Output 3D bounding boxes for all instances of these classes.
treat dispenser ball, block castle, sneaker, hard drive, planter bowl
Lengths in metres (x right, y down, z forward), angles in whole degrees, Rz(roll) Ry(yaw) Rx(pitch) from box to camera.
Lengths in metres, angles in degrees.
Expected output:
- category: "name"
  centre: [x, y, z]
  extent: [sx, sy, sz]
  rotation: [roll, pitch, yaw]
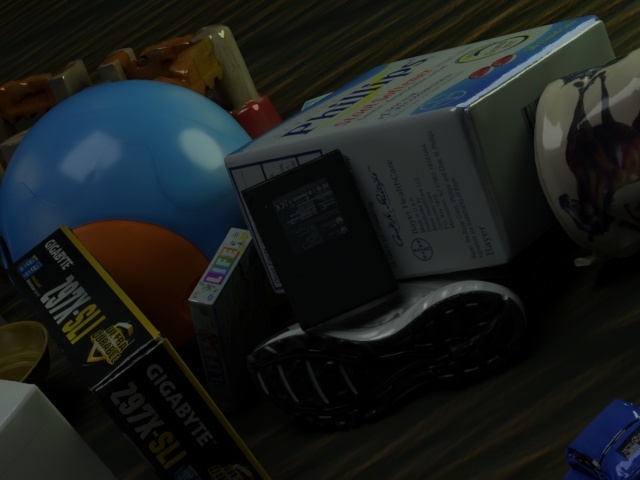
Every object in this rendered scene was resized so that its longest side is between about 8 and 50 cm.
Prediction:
- category: "treat dispenser ball"
  centre: [-0.188, -0.022, 1.715]
  extent: [0.288, 0.288, 0.288]
  rotation: [-27, 28, 16]
- category: "block castle"
  centre: [-0.297, -0.084, 2.059]
  extent: [0.453, 0.213, 0.303]
  rotation: [-10, 24, 29]
- category: "sneaker"
  centre: [0.061, 0.090, 1.501]
  extent: [0.271, 0.100, 0.108]
  rotation: [-18, 22, 19]
- category: "hard drive"
  centre: [0.000, 0.000, 1.454]
  extent: [0.094, 0.135, 0.022]
  rotation: [-24, 7, -2]
- category: "planter bowl"
  centre: [-0.367, 0.189, 1.808]
  extent: [0.217, 0.090, 0.217]
  rotation: [-25, 24, 12]

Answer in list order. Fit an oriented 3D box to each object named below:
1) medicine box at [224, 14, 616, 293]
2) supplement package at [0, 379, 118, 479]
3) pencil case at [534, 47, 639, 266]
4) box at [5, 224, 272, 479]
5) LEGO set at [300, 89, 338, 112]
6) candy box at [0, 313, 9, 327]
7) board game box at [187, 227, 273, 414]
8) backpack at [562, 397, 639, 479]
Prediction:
- category: "medicine box"
  centre: [0.108, -0.080, 1.567]
  extent: [0.289, 0.149, 0.263]
  rotation: [-8, 18, 41]
- category: "supplement package"
  centre: [-0.238, 0.268, 1.319]
  extent: [0.175, 0.293, 0.177]
  rotation: [1, 45, 50]
- category: "pencil case"
  centre: [0.376, -0.111, 1.367]
  extent: [0.410, 0.160, 0.183]
  rotation: [-21, 72, 30]
- category: "box"
  centre: [-0.144, 0.142, 1.458]
  extent: [0.079, 0.257, 0.322]
  rotation: [-39, 26, -7]
- category: "LEGO set"
  centre: [0.050, -0.146, 1.923]
  extent: [0.244, 0.060, 0.182]
  rotation: [-16, 36, 33]
- category: "candy box"
  centre: [-0.470, 0.161, 2.024]
  extent: [0.109, 0.053, 0.187]
  rotation: [-3, 42, 45]
- category: "board game box"
  centre: [-0.084, 0.079, 1.607]
  extent: [0.026, 0.154, 0.103]
  rotation: [10, 45, 20]
- category: "backpack"
  centre: [0.234, 0.172, 1.152]
  extent: [0.098, 0.101, 0.120]
  rotation: [-48, 32, -9]
